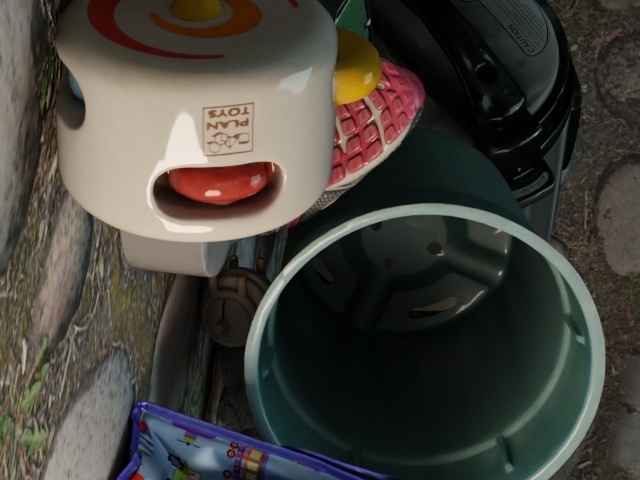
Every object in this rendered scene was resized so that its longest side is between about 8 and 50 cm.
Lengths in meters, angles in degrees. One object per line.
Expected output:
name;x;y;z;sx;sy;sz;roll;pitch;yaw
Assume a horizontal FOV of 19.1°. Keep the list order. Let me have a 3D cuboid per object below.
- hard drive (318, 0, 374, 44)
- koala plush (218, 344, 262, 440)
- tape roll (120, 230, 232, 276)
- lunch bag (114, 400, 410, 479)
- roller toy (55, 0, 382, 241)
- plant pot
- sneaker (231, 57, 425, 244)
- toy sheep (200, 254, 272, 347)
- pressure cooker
hard drive;-0.030;-0.182;1.939;0.237;0.064;0.339;-60;164;-17
koala plush;-0.050;0.223;2.131;0.203;0.196;0.221;64;34;-58
tape roll;-0.111;-0.079;1.634;0.219;0.072;0.219;8;90;-83
lunch bag;-0.039;0.287;1.737;0.138;0.293;0.221;-75;171;-46
roller toy;-0.082;-0.101;1.298;0.191;0.209;0.146;-41;143;-48
plant pot;0.095;0.055;1.939;0.334;0.341;0.341;-93;-173;-66
sneaker;-0.005;-0.091;1.756;0.299;0.112;0.121;-29;-105;49
toy sheep;-0.086;0.068;2.002;0.132;0.091;0.091;-38;138;-60
pressure cooker;0.132;-0.147;2.370;0.420;0.370;0.375;88;17;-52
